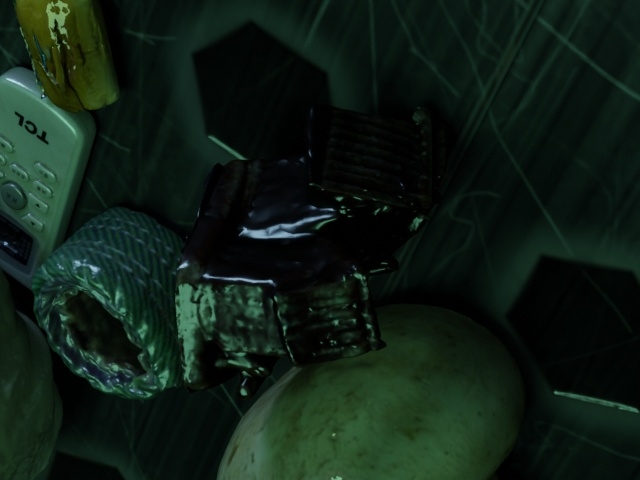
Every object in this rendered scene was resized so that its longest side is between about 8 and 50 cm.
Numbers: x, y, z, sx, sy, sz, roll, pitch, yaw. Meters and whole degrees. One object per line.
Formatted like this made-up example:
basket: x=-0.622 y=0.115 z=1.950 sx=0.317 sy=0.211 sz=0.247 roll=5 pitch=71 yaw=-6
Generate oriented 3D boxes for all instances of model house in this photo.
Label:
model house: x=0.001 y=0.010 z=1.277 sx=0.164 sy=0.203 sz=0.141 roll=0 pitch=141 yaw=21

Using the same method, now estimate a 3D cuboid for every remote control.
remote control: x=-0.227 y=-0.047 z=1.516 sx=0.087 sy=0.029 sz=0.190 roll=35 pitch=134 yaw=11

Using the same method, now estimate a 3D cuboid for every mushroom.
mushroom: x=0.030 y=0.177 z=1.374 sx=0.195 sy=0.189 sz=0.253 roll=49 pitch=143 yaw=-1

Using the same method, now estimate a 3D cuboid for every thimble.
thimble: x=-0.147 y=0.050 z=1.483 sx=0.118 sy=0.090 sz=0.135 roll=-21 pitch=108 yaw=46

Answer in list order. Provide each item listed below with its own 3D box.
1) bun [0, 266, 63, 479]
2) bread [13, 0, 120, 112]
bun: x=-0.357 y=0.095 z=1.581 sx=0.359 sy=0.211 sz=0.360 roll=26 pitch=136 yaw=27
bread: x=-0.183 y=-0.143 z=1.402 sx=0.072 sy=0.053 sz=0.106 roll=13 pitch=132 yaw=33
